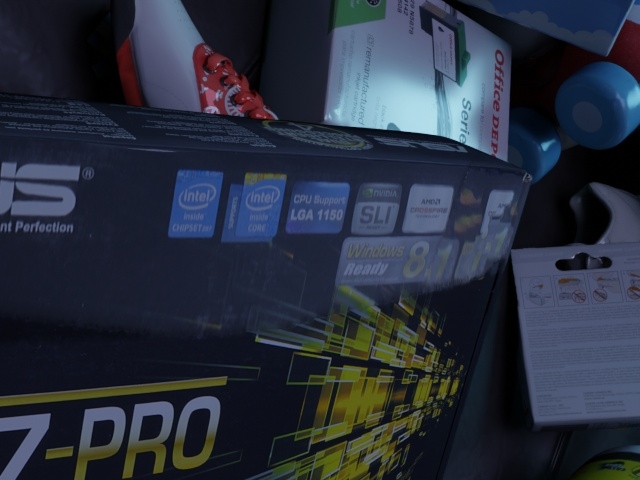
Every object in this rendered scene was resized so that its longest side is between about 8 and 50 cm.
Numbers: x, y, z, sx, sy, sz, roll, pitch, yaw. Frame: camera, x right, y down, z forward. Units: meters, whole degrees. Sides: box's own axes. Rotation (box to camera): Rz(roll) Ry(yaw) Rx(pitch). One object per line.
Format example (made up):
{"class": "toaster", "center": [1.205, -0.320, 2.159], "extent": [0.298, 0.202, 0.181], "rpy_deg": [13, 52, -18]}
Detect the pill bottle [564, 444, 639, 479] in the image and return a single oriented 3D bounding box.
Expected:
{"class": "pill bottle", "center": [0.214, 0.321, 0.790], "extent": [0.334, 0.187, 0.188], "rpy_deg": [-24, 98, -43]}

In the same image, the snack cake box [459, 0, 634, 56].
{"class": "snack cake box", "center": [0.155, -0.279, 0.822], "extent": [0.264, 0.089, 0.152], "rpy_deg": [24, 59, 10]}

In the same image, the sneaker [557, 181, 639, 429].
{"class": "sneaker", "center": [0.291, 0.061, 0.994], "extent": [0.121, 0.099, 0.263], "rpy_deg": [20, 64, -26]}

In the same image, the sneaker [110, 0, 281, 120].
{"class": "sneaker", "center": [-0.040, -0.064, 0.646], "extent": [0.090, 0.144, 0.270], "rpy_deg": [-42, 119, -75]}

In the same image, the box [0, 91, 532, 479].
{"class": "box", "center": [-0.091, 0.091, 0.502], "extent": [0.394, 0.097, 0.318], "rpy_deg": [1, 109, -36]}

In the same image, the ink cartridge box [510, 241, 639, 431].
{"class": "ink cartridge box", "center": [0.263, 0.093, 0.934], "extent": [0.045, 0.145, 0.179], "rpy_deg": [82, 6, -62]}

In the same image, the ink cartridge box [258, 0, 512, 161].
{"class": "ink cartridge box", "center": [0.060, -0.124, 0.802], "extent": [0.219, 0.092, 0.160], "rpy_deg": [18, 70, -39]}

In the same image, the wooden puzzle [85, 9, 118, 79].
{"class": "wooden puzzle", "center": [-0.135, -0.142, 0.683], "extent": [0.049, 0.006, 0.083], "rpy_deg": [44, 55, -28]}

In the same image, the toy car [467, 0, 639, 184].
{"class": "toy car", "center": [0.228, -0.216, 0.921], "extent": [0.219, 0.210, 0.238], "rpy_deg": [-38, 95, -32]}
